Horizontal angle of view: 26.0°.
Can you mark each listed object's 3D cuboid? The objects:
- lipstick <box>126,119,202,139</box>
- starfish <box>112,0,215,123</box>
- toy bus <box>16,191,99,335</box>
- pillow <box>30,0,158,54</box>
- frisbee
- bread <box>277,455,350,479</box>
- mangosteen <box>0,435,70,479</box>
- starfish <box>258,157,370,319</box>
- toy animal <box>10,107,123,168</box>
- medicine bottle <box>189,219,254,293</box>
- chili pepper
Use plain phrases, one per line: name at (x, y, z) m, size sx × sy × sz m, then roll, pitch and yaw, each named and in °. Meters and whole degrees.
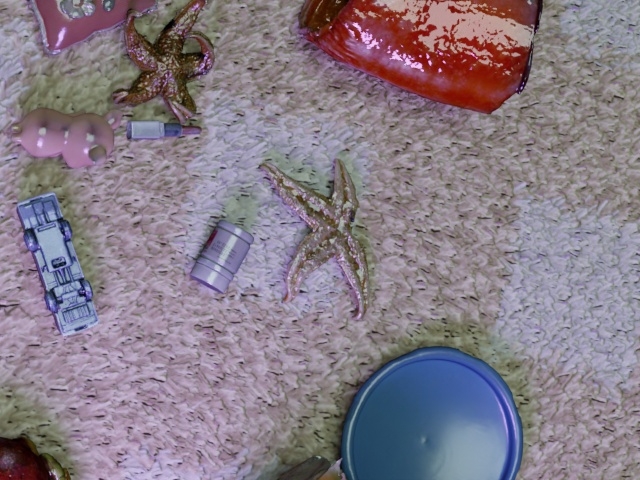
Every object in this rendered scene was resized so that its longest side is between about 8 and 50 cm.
lipstick at (-0.219, -0.156, 1.956) m, size 0.107 × 0.025 × 0.025 m, roll -3°, pitch 89°, yaw -23°
starfish at (-0.216, -0.262, 1.930) m, size 0.146 × 0.074 × 0.190 m, roll 23°, pitch 83°, yaw -22°
toy bus at (-0.359, 0.033, 1.879) m, size 0.064 × 0.075 × 0.190 m, roll -19°, pitch 93°, yaw -18°
pillow at (-0.332, -0.367, 1.901) m, size 0.171 × 0.075 × 0.179 m, roll -28°, pitch 96°, yaw -18°
frisbee at (0.162, 0.300, 2.044) m, size 0.289 × 0.049 × 0.290 m, roll 0°, pitch 90°, yaw -18°
bread at (-0.009, 0.453, 1.895) m, size 0.250 × 0.225 × 0.279 m, roll -38°, pitch 100°, yaw -10°
mangosteen at (-0.408, 0.335, 1.821) m, size 0.180 × 0.166 × 0.166 m, roll -13°, pitch 92°, yaw -43°
starfish at (-0.001, 0.000, 2.006) m, size 0.138 × 0.050 × 0.247 m, roll -9°, pitch 88°, yaw -16°
toy animal at (-0.346, -0.140, 1.886) m, size 0.150 × 0.089 × 0.083 m, roll 2°, pitch 91°, yaw -8°
medicine bottle at (-0.139, 0.023, 1.956) m, size 0.058 × 0.058 × 0.091 m, roll 31°, pitch 79°, yaw -14°
chili pepper at (0.152, -0.338, 1.975) m, size 0.305 × 0.229 × 0.251 m, roll 19°, pitch 99°, yaw -16°
